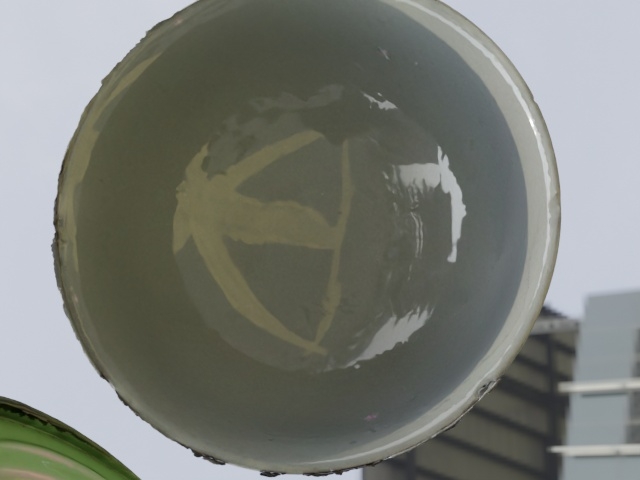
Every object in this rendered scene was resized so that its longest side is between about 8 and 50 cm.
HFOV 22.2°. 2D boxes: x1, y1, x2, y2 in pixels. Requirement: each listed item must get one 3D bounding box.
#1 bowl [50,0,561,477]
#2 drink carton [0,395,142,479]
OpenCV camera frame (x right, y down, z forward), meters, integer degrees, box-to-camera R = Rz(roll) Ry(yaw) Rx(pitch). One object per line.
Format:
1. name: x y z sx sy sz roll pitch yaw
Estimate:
1. bowl: 0.000 0.000 0.626 0.086 0.189 0.189 50 -137 -73
2. drink carton: -0.107 0.126 0.425 0.144 0.142 0.146 41 -154 -24
